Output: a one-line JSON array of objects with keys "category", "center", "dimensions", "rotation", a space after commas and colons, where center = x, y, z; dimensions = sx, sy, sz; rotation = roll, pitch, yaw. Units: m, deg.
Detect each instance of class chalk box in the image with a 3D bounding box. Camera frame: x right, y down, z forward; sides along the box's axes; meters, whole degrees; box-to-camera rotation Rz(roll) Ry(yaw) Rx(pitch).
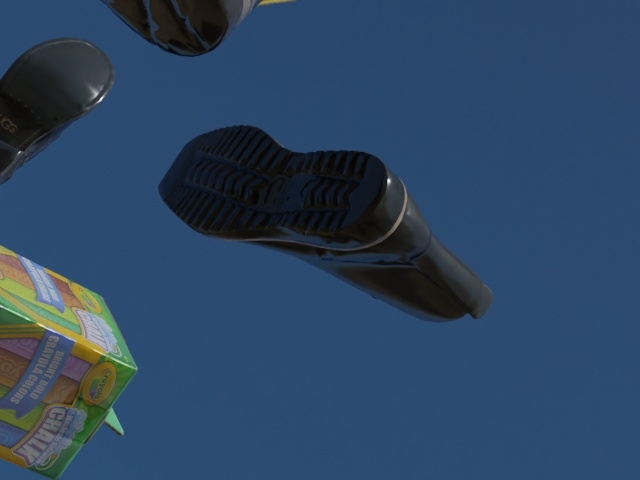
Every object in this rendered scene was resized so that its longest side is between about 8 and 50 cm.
[{"category": "chalk box", "center": [-0.252, 0.105, 1.360], "dimensions": [0.213, 0.132, 0.132], "rotation": [29, -77, -36]}]

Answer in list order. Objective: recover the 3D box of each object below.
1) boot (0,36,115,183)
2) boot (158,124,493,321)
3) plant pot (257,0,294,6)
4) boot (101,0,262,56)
[{"category": "boot", "center": [-0.353, -0.098, 1.720], "dimensions": [0.091, 0.263, 0.229], "rotation": [47, -32, -2]}, {"category": "boot", "center": [0.000, 0.000, 0.985], "dimensions": [0.198, 0.077, 0.137], "rotation": [18, -17, 46]}, {"category": "plant pot", "center": [-0.035, -0.208, 1.008], "dimensions": [0.083, 0.081, 0.081], "rotation": [48, -63, 10]}, {"category": "boot", "center": [-0.086, -0.321, 0.869], "dimensions": [0.377, 0.284, 0.138], "rotation": [51, -28, -3]}]
